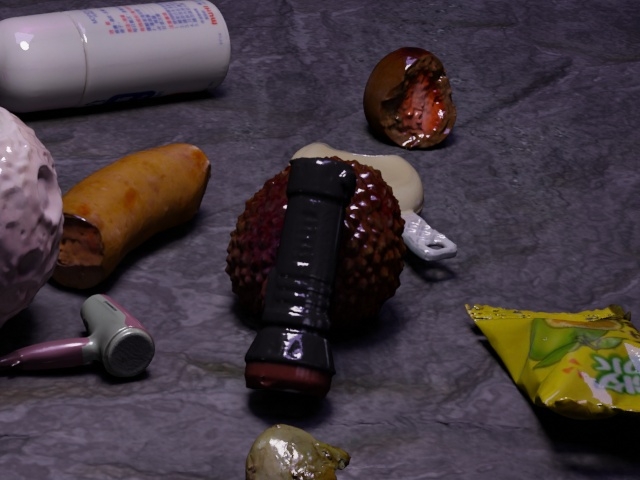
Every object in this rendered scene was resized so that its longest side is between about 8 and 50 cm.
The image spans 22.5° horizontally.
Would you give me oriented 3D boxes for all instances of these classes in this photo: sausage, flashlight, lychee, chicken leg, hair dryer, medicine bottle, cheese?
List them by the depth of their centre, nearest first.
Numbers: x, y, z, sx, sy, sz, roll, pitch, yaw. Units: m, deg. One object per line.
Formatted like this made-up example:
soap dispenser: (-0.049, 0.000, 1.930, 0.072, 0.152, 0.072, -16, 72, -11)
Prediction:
chicken leg: (0.001, 0.225, 1.352, 0.093, 0.070, 0.178, -21, 43, -16)
flashlight: (-0.017, 0.034, 1.554, 0.093, 0.232, 0.093, 7, -11, 1)
hair dryer: (-0.249, 0.101, 1.560, 0.154, 0.054, 0.106, -13, 28, -27)
lychee: (0.000, 0.000, 1.682, 0.188, 0.188, 0.188, 6, 26, -3)
sausage: (-0.213, -0.035, 1.786, 0.109, 0.109, 0.270, 19, 29, 22)
cheese: (0.053, -0.038, 1.894, 0.163, 0.071, 0.249, 1, 28, -14)
medicine bottle: (-0.295, -0.247, 2.150, 0.341, 0.130, 0.130, -11, 32, -35)

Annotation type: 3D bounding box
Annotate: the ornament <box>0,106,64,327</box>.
ornament: (-0.378, -0.018, 1.556, 0.259, 0.225, 0.259, 7, 25, -3)

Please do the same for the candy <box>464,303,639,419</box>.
candy: (0.273, 0.123, 1.623, 0.187, 0.081, 0.297, 2, 16, -12)

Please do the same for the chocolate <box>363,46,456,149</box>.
chocolate: (0.121, -0.198, 2.166, 0.127, 0.133, 0.124, 21, 26, 20)
